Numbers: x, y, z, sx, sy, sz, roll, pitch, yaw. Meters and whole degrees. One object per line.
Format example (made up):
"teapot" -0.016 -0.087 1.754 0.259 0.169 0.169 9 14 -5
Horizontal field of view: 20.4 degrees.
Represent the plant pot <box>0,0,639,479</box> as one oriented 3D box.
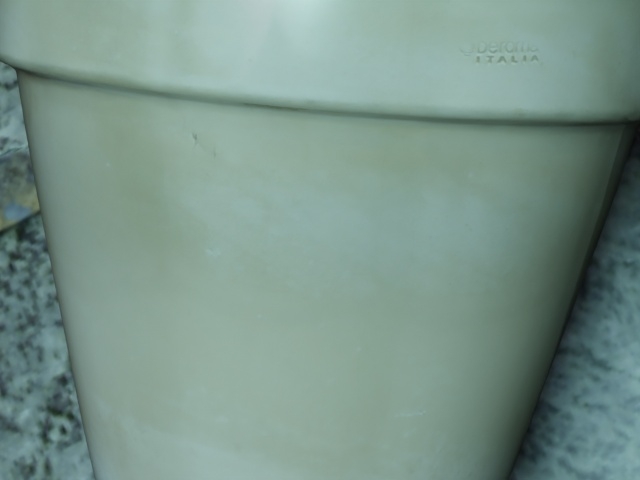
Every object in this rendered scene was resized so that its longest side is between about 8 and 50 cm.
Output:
"plant pot" 0.000 0.000 0.852 0.323 0.323 0.280 7 99 19
